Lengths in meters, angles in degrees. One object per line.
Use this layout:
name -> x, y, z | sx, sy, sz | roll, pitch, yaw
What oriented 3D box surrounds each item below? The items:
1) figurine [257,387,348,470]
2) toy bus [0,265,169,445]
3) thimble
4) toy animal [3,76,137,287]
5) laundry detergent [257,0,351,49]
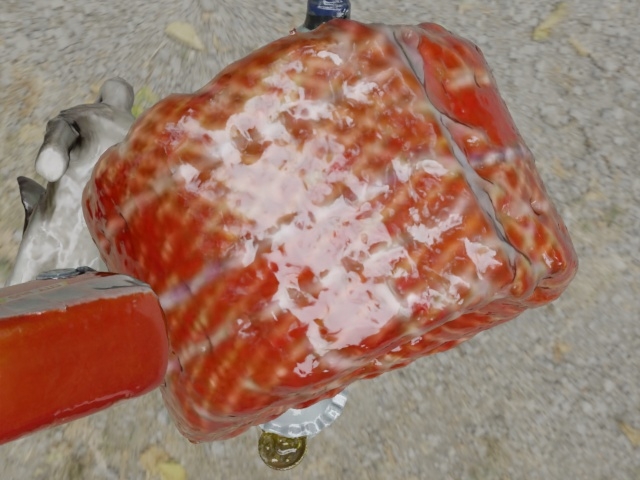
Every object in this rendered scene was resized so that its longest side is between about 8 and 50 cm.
figurine -> -0.023, 0.155, 1.556 | 0.143, 0.143, 0.271 | 12, 78, -7
toy bus -> -0.149, 0.060, 0.617 | 0.077, 0.174, 0.079 | -1, 98, 40
thimble -> 0.000, 0.000, 0.953 | 0.350, 0.350, 0.231 | -24, 81, 0
toy animal -> -0.338, -0.050, 1.767 | 0.194, 0.303, 0.344 | 20, 122, -16
laundry detergent -> -0.011, -0.150, 1.373 | 0.214, 0.105, 0.281 | -23, 129, -39
